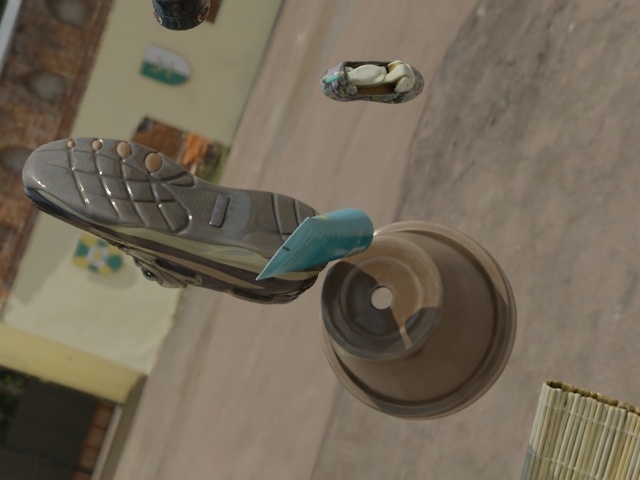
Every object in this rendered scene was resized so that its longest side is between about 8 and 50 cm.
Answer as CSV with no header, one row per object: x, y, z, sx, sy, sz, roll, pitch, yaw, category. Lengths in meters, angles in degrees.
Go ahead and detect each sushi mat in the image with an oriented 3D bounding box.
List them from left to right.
0.281,0.303,1.177,0.019,0.151,0.317,-38,-39,-54,sushi mat

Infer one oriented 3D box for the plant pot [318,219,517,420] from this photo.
0.103,0.085,1.363,0.229,0.263,0.263,38,-110,-69,plant pot

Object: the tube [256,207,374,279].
0.000,0.000,1.114,0.080,0.052,0.207,-55,-13,16,tube

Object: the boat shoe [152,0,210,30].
-0.110,-0.195,0.851,0.133,0.048,0.042,-102,6,-65,boat shoe

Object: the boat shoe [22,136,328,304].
-0.169,-0.004,1.239,0.132,0.355,0.130,-72,2,-48,boat shoe

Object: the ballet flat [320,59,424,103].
0.055,-0.142,0.967,0.041,0.114,0.041,17,111,53,ballet flat
